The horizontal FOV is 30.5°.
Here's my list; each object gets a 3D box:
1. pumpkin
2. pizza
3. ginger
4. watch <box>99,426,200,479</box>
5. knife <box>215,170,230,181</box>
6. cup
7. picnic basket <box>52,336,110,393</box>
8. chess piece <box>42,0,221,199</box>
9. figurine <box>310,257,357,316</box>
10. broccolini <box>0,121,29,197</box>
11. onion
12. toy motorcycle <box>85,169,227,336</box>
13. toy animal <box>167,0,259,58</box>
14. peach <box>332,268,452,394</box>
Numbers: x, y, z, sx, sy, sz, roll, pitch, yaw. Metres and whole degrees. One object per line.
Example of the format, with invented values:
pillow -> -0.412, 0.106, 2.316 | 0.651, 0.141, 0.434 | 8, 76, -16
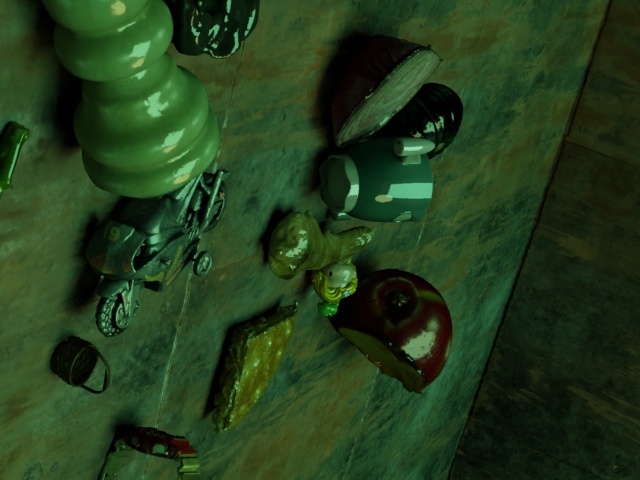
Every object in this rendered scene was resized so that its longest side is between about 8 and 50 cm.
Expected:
pumpkin -> 0.196, -0.228, 2.335 | 0.194, 0.150, 0.194 | -34, 141, -33
pizza -> -0.131, 0.218, 2.178 | 0.292, 0.058, 0.197 | -60, 155, -19
ginger -> 0.000, 0.000, 2.184 | 0.294, 0.086, 0.131 | -8, 114, -52
watch -> -0.290, 0.436, 1.901 | 0.102, 0.164, 0.268 | 23, 88, -66
knife -> -0.203, -0.034, 1.834 | 0.210, 0.015, 0.028 | -57, 149, -21
cup -> 0.095, -0.112, 2.193 | 0.173, 0.168, 0.300 | -5, 157, -29
picnic basket -> -0.332, 0.180, 1.672 | 0.072, 0.083, 0.072 | -46, 149, -38
chess piece -> -0.237, -0.226, 1.402 | 0.182, 0.182, 0.330 | -51, 148, -31
figurine -> 0.028, 0.074, 2.349 | 0.115, 0.094, 0.156 | 40, 56, -87
broccolini -> -0.384, -0.033, 1.390 | 0.216, 0.058, 0.067 | -66, 154, -2
onion -> 0.090, -0.286, 2.125 | 0.247, 0.111, 0.250 | -45, 171, 11
toy motorcycle -> -0.235, -0.008, 1.680 | 0.307, 0.108, 0.173 | -55, 149, -30
toy animal -> -0.136, -0.321, 1.573 | 0.245, 0.114, 0.146 | -15, 125, -61
peach -> 0.188, 0.189, 2.573 | 0.201, 0.257, 0.362 | -53, 152, -14
